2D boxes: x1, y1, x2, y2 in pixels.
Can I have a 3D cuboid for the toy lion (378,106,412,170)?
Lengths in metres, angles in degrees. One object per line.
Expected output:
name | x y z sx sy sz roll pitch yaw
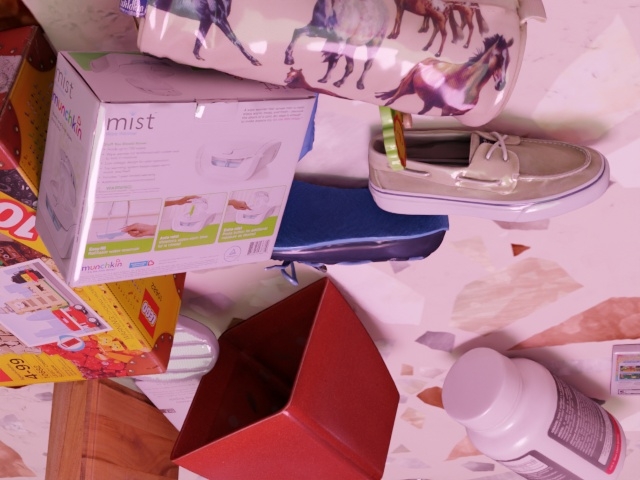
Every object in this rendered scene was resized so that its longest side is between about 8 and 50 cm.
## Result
toy lion | 0.086 -0.137 1.149 0.034 0.096 0.100 -7 136 16

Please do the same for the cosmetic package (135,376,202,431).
cosmetic package | -0.224 0.270 1.712 0.117 0.085 0.231 -9 138 18

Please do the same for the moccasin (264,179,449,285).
moccasin | 0.000 0.000 1.306 0.342 0.137 0.117 5 146 1

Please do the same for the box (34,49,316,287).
box | -0.165 -0.085 1.082 0.262 0.127 0.231 -8 128 -35

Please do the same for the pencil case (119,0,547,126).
pencil case | 0.010 -0.235 0.988 0.410 0.159 0.183 11 156 -7

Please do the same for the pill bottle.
pill bottle | 0.354 0.304 1.612 0.318 0.176 0.176 34 133 -31

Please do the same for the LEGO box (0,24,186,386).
LEGO box | -0.451 -0.014 1.292 0.373 0.193 0.500 -7 140 14

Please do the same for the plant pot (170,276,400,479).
plant pot | -0.030 0.266 1.499 0.267 0.267 0.236 -30 117 36

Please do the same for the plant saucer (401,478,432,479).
plant saucer | 0.215 0.574 2.082 0.195 0.037 0.195 3 142 3

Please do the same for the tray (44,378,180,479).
tray | -0.337 0.361 1.638 0.076 0.202 0.411 -3 161 10

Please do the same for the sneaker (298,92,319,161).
sneaker | -0.036 -0.150 1.189 0.082 0.069 0.209 -10 144 -37

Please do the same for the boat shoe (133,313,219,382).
boat shoe | -0.316 0.144 1.546 0.335 0.119 0.121 5 112 11

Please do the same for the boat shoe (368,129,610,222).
boat shoe | 0.202 -0.088 1.196 0.302 0.109 0.094 -3 139 14

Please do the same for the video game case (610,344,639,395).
video game case | 0.566 0.216 1.605 0.157 0.019 0.143 -3 141 12
